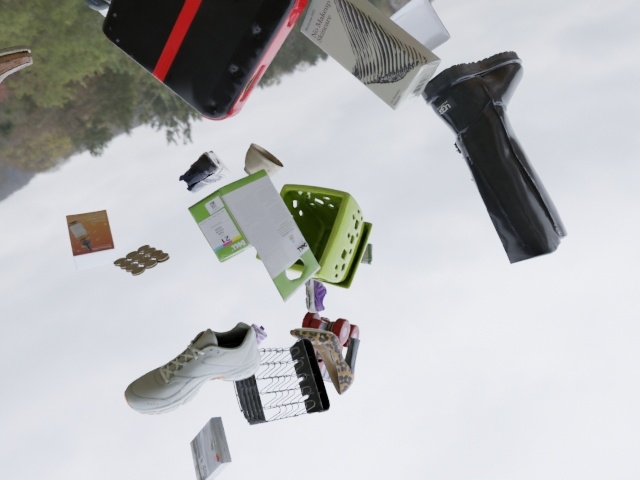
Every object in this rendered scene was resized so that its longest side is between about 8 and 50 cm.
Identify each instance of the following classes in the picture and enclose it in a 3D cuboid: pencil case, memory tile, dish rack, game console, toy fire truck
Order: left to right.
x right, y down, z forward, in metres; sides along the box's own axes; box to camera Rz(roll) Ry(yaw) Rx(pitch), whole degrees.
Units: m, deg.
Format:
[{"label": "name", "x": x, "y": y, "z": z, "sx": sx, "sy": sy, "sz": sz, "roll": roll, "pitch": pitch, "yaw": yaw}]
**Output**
[{"label": "memory tile", "x": -0.488, "y": 0.053, "z": 1.347, "sx": 0.148, "sy": 0.012, "sz": 0.113, "roll": 15, "pitch": -140, "yaw": 43}, {"label": "game console", "x": -0.240, "y": -0.470, "z": 0.998, "sx": 0.386, "sy": 0.342, "sz": 0.060, "roll": -47, "pitch": -174, "yaw": 34}, {"label": "pencil case", "x": -0.295, "y": 0.408, "z": 1.877, "sx": 0.206, "sy": 0.086, "sz": 0.088, "roll": -43, "pitch": 168, "yaw": -2}, {"label": "dish rack", "x": -0.107, "y": 0.364, "z": 1.280, "sx": 0.074, "sy": 0.271, "sz": 0.208, "roll": -35, "pitch": -118, "yaw": 31}, {"label": "toy fire truck", "x": 0.020, "y": 0.424, "z": 1.926, "sx": 0.169, "sy": 0.302, "sz": 0.254, "roll": 9, "pitch": -105, "yaw": 26}]

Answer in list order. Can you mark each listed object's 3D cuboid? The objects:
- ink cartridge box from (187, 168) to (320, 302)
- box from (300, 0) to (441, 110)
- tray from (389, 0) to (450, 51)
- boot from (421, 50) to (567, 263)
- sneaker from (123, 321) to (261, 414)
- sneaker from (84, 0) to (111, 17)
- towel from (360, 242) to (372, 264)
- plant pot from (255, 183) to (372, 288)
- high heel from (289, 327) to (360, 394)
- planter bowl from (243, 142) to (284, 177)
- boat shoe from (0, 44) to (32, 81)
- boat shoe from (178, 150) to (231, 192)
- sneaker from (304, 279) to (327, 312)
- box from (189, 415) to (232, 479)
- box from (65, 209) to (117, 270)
[{"label": "ink cartridge box", "x": -0.130, "y": -0.002, "z": 1.038, "sx": 0.097, "sy": 0.255, "sz": 0.189, "roll": -25, "pitch": -172, "yaw": 29}, {"label": "box", "x": 0.098, "y": -0.394, "z": 0.995, "sx": 0.094, "sy": 0.275, "sz": 0.113, "roll": -35, "pitch": 163, "yaw": -44}, {"label": "tray", "x": 0.242, "y": -0.581, "z": 1.419, "sx": 0.030, "sy": 0.145, "sz": 0.270, "roll": -47, "pitch": -163, "yaw": -31}, {"label": "boot", "x": 0.455, "y": -0.203, "z": 1.157, "sx": 0.367, "sy": 0.445, "sz": 0.146, "roll": -27, "pitch": 175, "yaw": -36}, {"label": "sneaker", "x": -0.237, "y": 0.223, "z": 0.923, "sx": 0.262, "sy": 0.121, "sz": 0.099, "roll": -19, "pitch": -139, "yaw": -29}, {"label": "sneaker", "x": -0.463, "y": -0.655, "z": 1.150, "sx": 0.111, "sy": 0.297, "sz": 0.129, "roll": 21, "pitch": 176, "yaw": 1}, {"label": "towel", "x": 0.085, "y": 0.039, "z": 1.528, "sx": 0.152, "sy": 0.023, "sz": 0.113, "roll": 2, "pitch": -152, "yaw": 5}, {"label": "plant pot", "x": 0.000, "y": 0.000, "z": 1.320, "sx": 0.227, "sy": 0.207, "sz": 0.228, "roll": 13, "pitch": -104, "yaw": 36}, {"label": "high heel", "x": 0.005, "y": 0.378, "z": 1.548, "sx": 0.093, "sy": 0.261, "sz": 0.186, "roll": -8, "pitch": -114, "yaw": 61}, {"label": "planter bowl", "x": -0.246, "y": -0.307, "z": 2.013, "sx": 0.109, "sy": 0.162, "sz": 0.162, "roll": -51, "pitch": -158, "yaw": 15}, {"label": "boat shoe", "x": -0.843, "y": -0.377, "z": 1.208, "sx": 0.307, "sy": 0.104, "sz": 0.110, "roll": -34, "pitch": -160, "yaw": -21}, {"label": "boat shoe", "x": -0.475, "y": -0.276, "z": 2.012, "sx": 0.158, "sy": 0.127, "sz": 0.340, "roll": -39, "pitch": -177, "yaw": 4}, {"label": "sneaker", "x": -0.012, "y": 0.149, "z": 1.594, "sx": 0.071, "sy": 0.170, "sz": 0.068, "roll": 4, "pitch": 168, "yaw": -20}, {"label": "box", "x": -0.345, "y": 0.657, "z": 1.535, "sx": 0.038, "sy": 0.186, "sz": 0.145, "roll": 6, "pitch": -136, "yaw": -37}, {"label": "box", "x": -0.765, "y": -0.003, "z": 1.652, "sx": 0.130, "sy": 0.091, "sz": 0.170, "roll": -13, "pitch": -121, "yaw": -24}]
